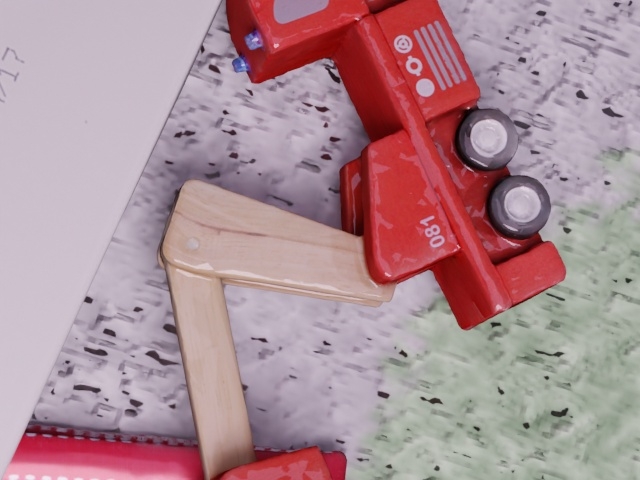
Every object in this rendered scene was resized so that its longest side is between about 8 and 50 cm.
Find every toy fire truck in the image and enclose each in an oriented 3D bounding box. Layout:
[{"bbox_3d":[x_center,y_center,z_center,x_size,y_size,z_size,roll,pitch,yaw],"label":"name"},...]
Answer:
[{"bbox_3d":[0.000,0.000,0.626,0.135,0.047,0.192,-24,85,-15],"label":"toy fire truck"}]

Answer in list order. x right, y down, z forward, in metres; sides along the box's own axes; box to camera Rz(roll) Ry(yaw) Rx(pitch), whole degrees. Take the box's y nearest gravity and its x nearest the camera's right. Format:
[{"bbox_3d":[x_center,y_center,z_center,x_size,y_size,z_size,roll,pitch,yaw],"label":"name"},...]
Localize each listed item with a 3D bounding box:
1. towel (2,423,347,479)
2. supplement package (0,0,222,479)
[{"bbox_3d":[-0.097,0.195,0.618,0.199,0.031,0.274,6,85,-10],"label":"towel"},{"bbox_3d":[-0.159,-0.022,0.534,0.204,0.145,0.262,25,66,-7],"label":"supplement package"}]
